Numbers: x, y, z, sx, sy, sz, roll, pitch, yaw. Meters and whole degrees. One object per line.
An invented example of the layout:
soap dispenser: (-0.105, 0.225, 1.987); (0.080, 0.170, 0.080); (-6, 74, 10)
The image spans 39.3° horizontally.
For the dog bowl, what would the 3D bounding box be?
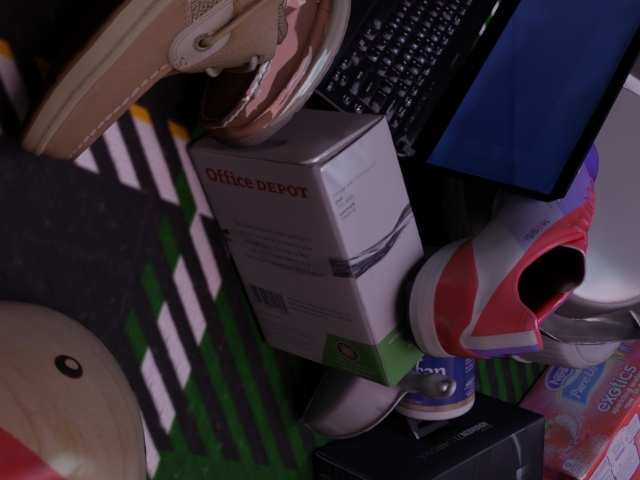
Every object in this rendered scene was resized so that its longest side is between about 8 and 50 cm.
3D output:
dog bowl: (0.290, -0.048, 0.987); (0.349, 0.102, 0.348); (2, 83, -19)

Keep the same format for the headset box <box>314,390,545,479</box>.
headset box: (0.124, 0.322, 0.994); (0.246, 0.131, 0.283); (-16, 111, -41)

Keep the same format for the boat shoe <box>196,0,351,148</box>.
boat shoe: (-0.039, -0.232, 0.716); (0.116, 0.123, 0.324); (28, 73, -39)

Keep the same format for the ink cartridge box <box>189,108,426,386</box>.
ink cartridge box: (0.000, 0.000, 0.771); (0.092, 0.160, 0.219); (-39, 125, -33)

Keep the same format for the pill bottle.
pill bottle: (0.117, 0.097, 0.955); (0.094, 0.094, 0.169); (-17, 110, -41)

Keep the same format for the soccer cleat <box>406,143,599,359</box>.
soccer cleat: (0.198, -0.003, 0.793); (0.318, 0.116, 0.108); (-43, 124, -40)

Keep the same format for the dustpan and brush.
dustpan and brush: (0.063, 0.125, 0.831); (0.060, 0.211, 0.147); (32, 75, -7)

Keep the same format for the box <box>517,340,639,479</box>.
box: (0.381, 0.239, 1.215); (0.300, 0.142, 0.154); (-45, 128, -28)

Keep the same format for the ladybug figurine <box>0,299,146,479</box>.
ladybug figurine: (-0.274, 0.241, 0.565); (0.449, 0.162, 0.305); (-52, 131, -21)

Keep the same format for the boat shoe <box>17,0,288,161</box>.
boat shoe: (-0.068, -0.160, 0.595); (0.341, 0.121, 0.110); (-41, 119, 18)

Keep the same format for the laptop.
laptop: (0.128, -0.192, 0.798); (0.264, 0.136, 0.234); (36, 73, -16)

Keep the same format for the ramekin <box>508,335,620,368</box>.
ramekin: (0.312, 0.063, 1.128); (0.207, 0.109, 0.207); (-13, 109, -42)
